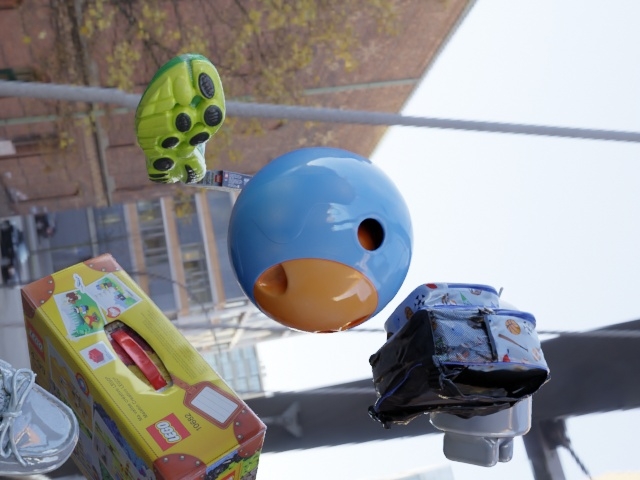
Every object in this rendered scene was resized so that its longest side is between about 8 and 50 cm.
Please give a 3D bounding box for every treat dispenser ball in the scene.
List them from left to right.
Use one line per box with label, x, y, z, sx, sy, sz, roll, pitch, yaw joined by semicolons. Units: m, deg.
treat dispenser ball;0.000;0.000;1.216;0.288;0.288;0.288;172;-90;-76

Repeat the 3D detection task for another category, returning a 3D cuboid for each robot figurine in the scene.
robot figurine;0.323;0.266;1.583;0.199;0.300;0.354;1;-96;34

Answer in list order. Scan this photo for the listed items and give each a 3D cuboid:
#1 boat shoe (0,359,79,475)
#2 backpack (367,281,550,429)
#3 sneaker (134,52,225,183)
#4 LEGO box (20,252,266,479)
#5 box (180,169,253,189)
boat shoe;-0.406;0.167;0.859;0.103;0.320;0.118;-27;-144;47
backpack;0.234;0.195;1.316;0.276;0.263;0.213;126;-30;-58
sneaker;-0.192;-0.167;1.019;0.295;0.109;0.124;133;-50;-68
LEGO box;-0.341;0.330;1.473;0.500;0.193;0.373;41;-41;30
box;-0.215;-0.134;1.801;0.207;0.114;0.036;3;91;-64
